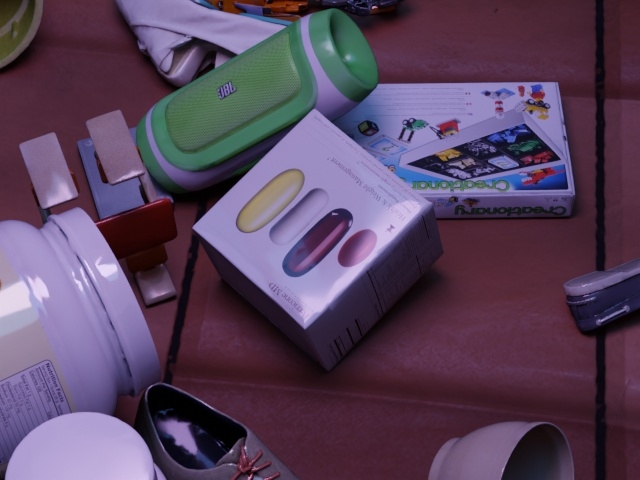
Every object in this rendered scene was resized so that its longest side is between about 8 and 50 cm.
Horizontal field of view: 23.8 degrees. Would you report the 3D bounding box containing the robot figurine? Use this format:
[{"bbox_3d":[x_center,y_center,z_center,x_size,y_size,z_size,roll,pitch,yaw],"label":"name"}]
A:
[{"bbox_3d":[-0.010,-0.379,2.118,0.291,0.085,0.211,-2,53,-1],"label":"robot figurine"}]

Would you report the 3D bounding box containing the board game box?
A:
[{"bbox_3d":[0.161,-0.117,1.943,0.305,0.053,0.193,0,53,-1],"label":"board game box"}]

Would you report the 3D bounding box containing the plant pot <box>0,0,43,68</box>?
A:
[{"bbox_3d":[-0.500,-0.400,2.040,0.276,0.276,0.254,-1,42,-2],"label":"plant pot"}]

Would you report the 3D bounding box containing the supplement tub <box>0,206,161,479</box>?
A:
[{"bbox_3d":[-0.346,0.122,1.501,0.325,0.235,0.235,-26,58,-16],"label":"supplement tub"}]

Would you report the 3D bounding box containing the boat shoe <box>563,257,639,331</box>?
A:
[{"bbox_3d":[0.389,0.058,1.825,0.206,0.075,0.064,-14,97,-18],"label":"boat shoe"}]

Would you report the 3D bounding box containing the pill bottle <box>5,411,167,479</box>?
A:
[{"bbox_3d":[-0.217,0.297,1.483,0.161,0.283,0.161,0,53,-1],"label":"pill bottle"}]

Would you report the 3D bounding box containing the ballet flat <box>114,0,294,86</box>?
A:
[{"bbox_3d":[-0.137,-0.248,1.989,0.400,0.139,0.139,21,55,26],"label":"ballet flat"}]

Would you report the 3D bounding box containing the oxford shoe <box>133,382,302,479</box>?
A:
[{"bbox_3d":[-0.072,0.278,1.594,0.348,0.130,0.123,32,59,21],"label":"oxford shoe"}]

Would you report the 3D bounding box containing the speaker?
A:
[{"bbox_3d":[-0.080,-0.166,1.846,0.297,0.131,0.131,-27,48,26],"label":"speaker"}]

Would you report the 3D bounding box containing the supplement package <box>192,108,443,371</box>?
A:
[{"bbox_3d":[0.000,0.000,1.761,0.194,0.149,0.203,40,78,23],"label":"supplement package"}]

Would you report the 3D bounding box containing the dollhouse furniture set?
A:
[{"bbox_3d":[-0.287,0.015,1.710,0.259,0.262,0.135,-20,58,-9],"label":"dollhouse furniture set"}]

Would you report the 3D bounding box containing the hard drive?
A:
[{"bbox_3d":[-0.249,-0.083,1.931,0.094,0.022,0.135,-15,54,-11],"label":"hard drive"}]

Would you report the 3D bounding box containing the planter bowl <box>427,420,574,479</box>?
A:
[{"bbox_3d":[0.182,0.265,1.607,0.109,0.162,0.162,5,48,38],"label":"planter bowl"}]
